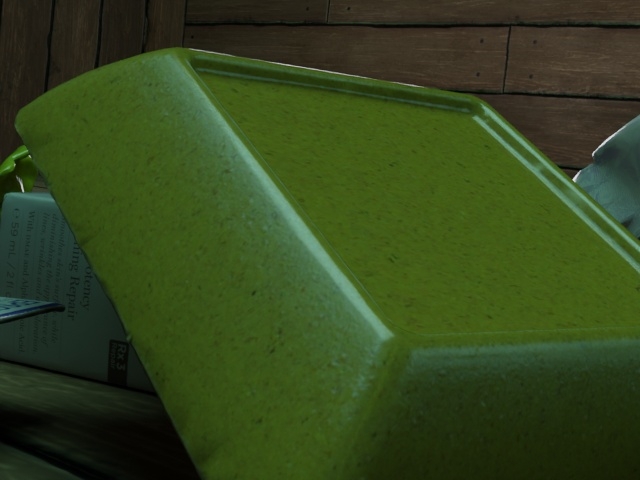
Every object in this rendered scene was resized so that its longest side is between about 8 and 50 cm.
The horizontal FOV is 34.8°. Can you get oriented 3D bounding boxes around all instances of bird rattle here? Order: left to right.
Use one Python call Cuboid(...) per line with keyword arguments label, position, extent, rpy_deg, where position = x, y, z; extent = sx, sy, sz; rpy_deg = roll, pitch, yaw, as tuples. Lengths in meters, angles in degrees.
Cuboid(label="bird rattle", position=(-0.452, -0.027, 1.232), extent=(0.254, 0.143, 0.207), rpy_deg=(-9, -3, -15))

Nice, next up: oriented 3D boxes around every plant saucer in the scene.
Cuboid(label="plant saucer", position=(0.051, 0.003, 0.537), extent=(0.333, 0.081, 0.332), rpy_deg=(2, 35, -38))

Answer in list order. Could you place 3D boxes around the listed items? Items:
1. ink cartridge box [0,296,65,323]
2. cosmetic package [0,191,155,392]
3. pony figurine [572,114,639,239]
Cuboid(label="ink cartridge box", position=(-0.327, 0.054, 0.441), extent=(0.330, 0.071, 0.324), rpy_deg=(7, 3, 8))
Cuboid(label="cosmetic package", position=(-0.097, 0.036, 0.668), extent=(0.231, 0.117, 0.085), rpy_deg=(7, 5, 26))
Cuboid(label="pony figurine", position=(0.339, -0.015, 0.779), extent=(0.363, 0.351, 0.302), rpy_deg=(31, 41, -7))
